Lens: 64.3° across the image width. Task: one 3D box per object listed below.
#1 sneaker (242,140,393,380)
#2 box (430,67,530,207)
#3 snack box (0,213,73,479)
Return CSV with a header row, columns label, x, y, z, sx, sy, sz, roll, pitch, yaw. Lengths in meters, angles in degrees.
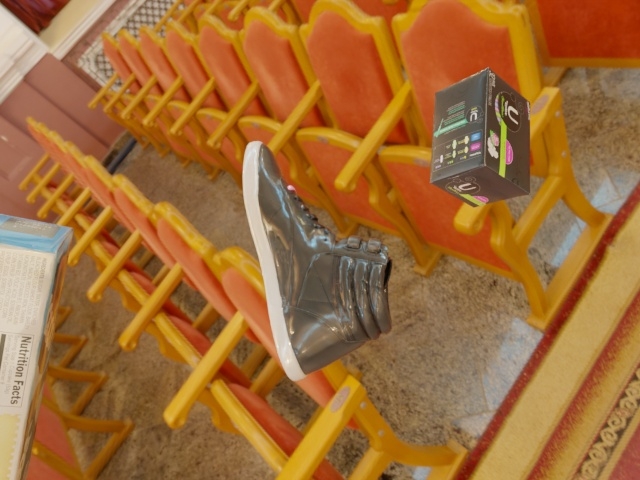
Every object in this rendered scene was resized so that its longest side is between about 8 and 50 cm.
label,x,y,z,sx,sy,sz,roll,pitch,yaw
sneaker,0.000,0.000,0.601,0.147,0.104,0.296,-17,70,4
box,0.126,-0.078,0.401,0.052,0.062,0.083,-15,62,49
snack box,-0.287,0.129,0.321,0.060,0.187,0.322,-131,56,-66
